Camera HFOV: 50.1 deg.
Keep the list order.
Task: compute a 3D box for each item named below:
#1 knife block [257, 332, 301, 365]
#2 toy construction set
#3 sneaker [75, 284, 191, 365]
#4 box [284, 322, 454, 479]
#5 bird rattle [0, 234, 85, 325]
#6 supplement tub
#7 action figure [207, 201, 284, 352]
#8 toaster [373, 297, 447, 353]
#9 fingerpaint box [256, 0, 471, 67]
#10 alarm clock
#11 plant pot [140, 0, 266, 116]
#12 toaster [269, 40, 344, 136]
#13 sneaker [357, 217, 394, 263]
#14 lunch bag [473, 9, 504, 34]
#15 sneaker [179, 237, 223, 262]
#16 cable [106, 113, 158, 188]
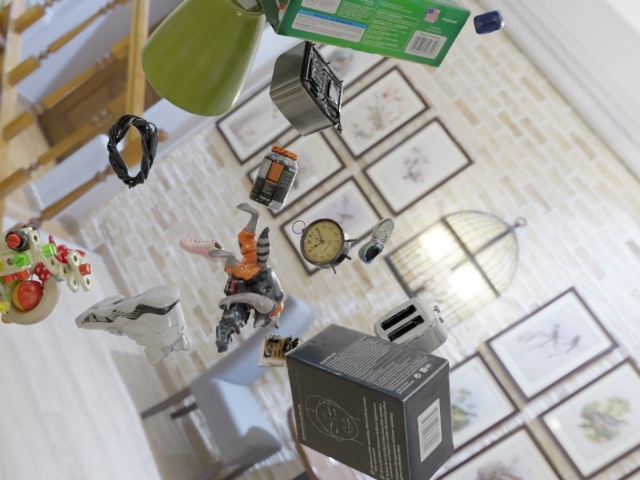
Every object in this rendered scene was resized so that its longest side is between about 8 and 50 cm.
[{"bbox_3d":[-0.185,0.406,2.558,0.242,0.276,0.088,32,58,-48],"label":"knife block"},{"bbox_3d":[-0.706,0.081,1.580,0.151,0.328,0.215,-129,-156,-77],"label":"toy construction set"},{"bbox_3d":[-0.558,0.270,2.052,0.137,0.366,0.210,-50,124,-66],"label":"sneaker"},{"bbox_3d":[0.129,0.433,1.814,0.396,0.212,0.293,13,-61,39],"label":"box"},{"bbox_3d":[-0.708,0.108,1.702,0.143,0.254,0.206,59,26,-71],"label":"bird rattle"},{"bbox_3d":[-0.144,-0.200,2.177,0.117,0.190,0.117,23,4,-2],"label":"supplement tub"},{"bbox_3d":[-0.176,0.122,1.752,0.341,0.179,0.330,-84,162,-49],"label":"action figure"},{"bbox_3d":[0.242,0.262,1.926,0.129,0.227,0.146,59,0,37],"label":"toaster"},{"bbox_3d":[0.058,-0.591,1.542,0.445,0.163,0.371,2,45,-32],"label":"fingerpaint box"},{"bbox_3d":[0.000,0.000,1.819,0.192,0.129,0.064,33,1,26],"label":"alarm clock"},{"bbox_3d":[-0.261,-0.506,1.692,0.275,0.293,0.274,21,49,-26],"label":"plant pot"},{"bbox_3d":[-0.027,-0.359,1.654,0.168,0.110,0.185,44,39,-40],"label":"toaster"},{"bbox_3d":[0.149,0.006,1.744,0.052,0.135,0.058,28,14,-15],"label":"sneaker"},{"bbox_3d":[0.556,-0.717,2.250,0.065,0.098,0.067,-38,115,-57],"label":"lunch bag"},{"bbox_3d":[-0.359,0.014,2.089,0.134,0.070,0.051,26,37,-16],"label":"sneaker"},{"bbox_3d":[-0.478,-0.221,1.711,0.151,0.184,0.047,16,13,22],"label":"cable"}]
